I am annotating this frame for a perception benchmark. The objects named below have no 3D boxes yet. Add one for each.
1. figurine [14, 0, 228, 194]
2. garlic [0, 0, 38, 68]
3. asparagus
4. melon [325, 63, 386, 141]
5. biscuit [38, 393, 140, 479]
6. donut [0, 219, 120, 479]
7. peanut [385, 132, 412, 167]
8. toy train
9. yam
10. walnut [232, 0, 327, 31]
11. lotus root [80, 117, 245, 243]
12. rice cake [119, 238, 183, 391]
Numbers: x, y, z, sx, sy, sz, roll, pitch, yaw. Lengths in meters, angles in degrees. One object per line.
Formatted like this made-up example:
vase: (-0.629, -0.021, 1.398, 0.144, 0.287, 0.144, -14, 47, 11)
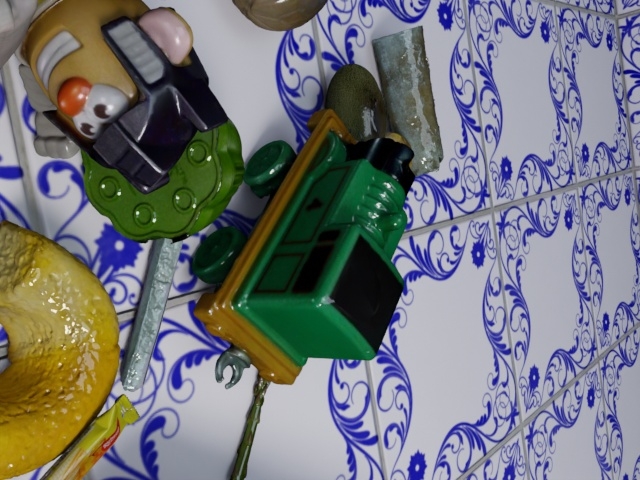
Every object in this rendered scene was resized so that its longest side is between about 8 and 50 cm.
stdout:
figurine: (-0.210, -0.182, 0.589, 0.143, 0.308, 0.308, -44, 118, -28)
garlic: (-0.356, -0.186, 0.428, 0.246, 0.340, 0.231, -66, 146, -64)
asparagus: (-0.101, 0.278, 0.857, 0.024, 0.025, 0.248, 25, 69, -27)
melon: (0.055, -0.199, 1.011, 0.099, 0.099, 0.162, 2, 84, -47)
biscuit: (-0.270, 0.257, 0.566, 0.292, 0.026, 0.048, -50, 156, -33)
donut: (-0.274, 0.119, 0.643, 0.152, 0.101, 0.259, 25, 65, -49)
peanut: (0.093, -0.093, 1.052, 0.087, 0.087, 0.206, 45, 54, -35)
toy train: (0.000, 0.000, 0.823, 0.178, 0.249, 0.429, 48, 55, -33)
yam: (0.159, -0.242, 1.131, 0.093, 0.093, 0.259, -21, 102, -46)
walnut: (-0.053, -0.365, 0.883, 0.162, 0.140, 0.140, -52, 123, -47)
lotus root: (-0.156, -0.090, 0.750, 0.186, 0.186, 0.186, 5, 83, -47)
rice cake: (-0.200, 0.075, 0.762, 0.033, 0.033, 0.207, 21, 73, -33)
